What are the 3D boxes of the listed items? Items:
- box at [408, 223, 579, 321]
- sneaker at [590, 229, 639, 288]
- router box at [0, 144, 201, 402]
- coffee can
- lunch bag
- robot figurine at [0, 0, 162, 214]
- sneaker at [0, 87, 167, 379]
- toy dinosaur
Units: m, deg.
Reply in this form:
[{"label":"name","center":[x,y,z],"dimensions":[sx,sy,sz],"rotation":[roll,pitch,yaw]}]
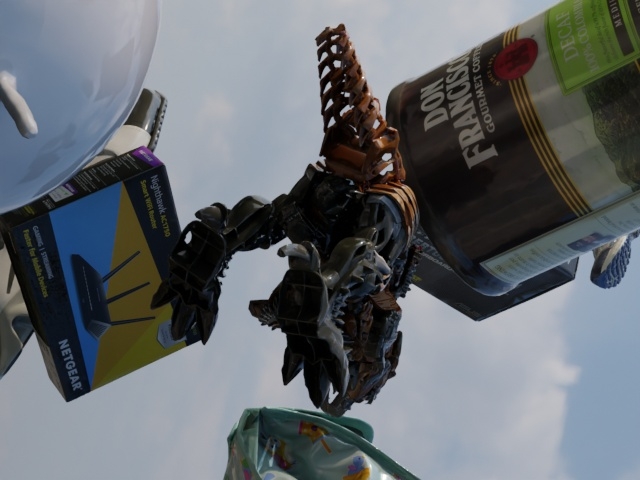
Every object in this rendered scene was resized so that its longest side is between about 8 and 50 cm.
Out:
[{"label":"box","center":[0.163,0.000,1.735],"dimensions":[0.183,0.232,0.059],"rotation":[-30,-143,49]},{"label":"sneaker","center":[0.305,0.000,1.558],"dimensions":[0.135,0.058,0.052],"rotation":[-57,150,-41]},{"label":"router box","center":[-0.174,0.028,1.177],"dimensions":[0.046,0.133,0.179],"rotation":[41,-30,48]},{"label":"coffee can","center":[0.221,-0.099,1.188],"dimensions":[0.275,0.201,0.201],"rotation":[-27,-139,26]},{"label":"lunch bag","center":[0.010,0.292,1.455],"dimensions":[0.160,0.262,0.223],"rotation":[-44,163,-29]},{"label":"robot figurine","center":[-0.210,-0.113,0.651],"dimensions":[0.353,0.200,0.300],"rotation":[8,-91,44]},{"label":"sneaker","center":[-0.256,-0.045,1.308],"dimensions":[0.122,0.146,0.330],"rotation":[-45,-168,53]},{"label":"toy dinosaur","center":[0.000,0.000,1.090],"dimensions":[0.164,0.218,0.322],"rotation":[0,-65,41]}]
